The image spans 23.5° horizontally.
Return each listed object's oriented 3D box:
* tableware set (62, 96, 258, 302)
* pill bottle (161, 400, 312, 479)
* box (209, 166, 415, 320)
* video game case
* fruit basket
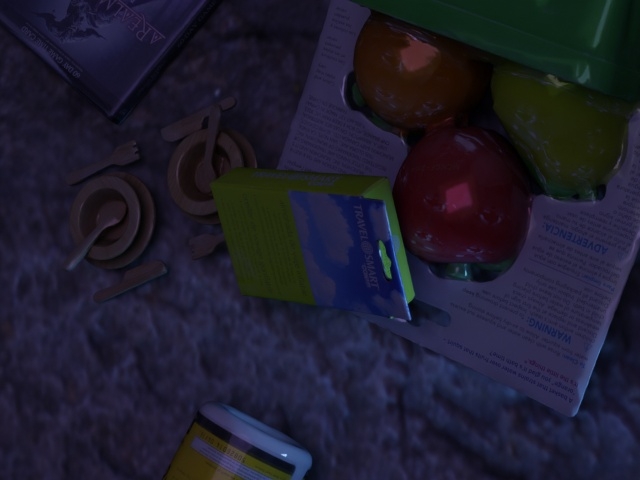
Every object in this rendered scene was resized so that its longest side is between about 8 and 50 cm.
[{"bbox_3d":[-0.143,-0.039,1.327,0.194,0.039,0.128,-23,71,23],"label":"tableware set"},{"bbox_3d":[-0.090,0.230,1.231,0.103,0.103,0.184,27,87,22],"label":"pill bottle"},{"bbox_3d":[0.000,0.000,1.218,0.178,0.042,0.109,6,121,39],"label":"box"},{"bbox_3d":[-0.166,-0.269,1.411,0.196,0.026,0.274,40,91,22],"label":"video game case"},{"bbox_3d":[0.127,-0.086,1.224,0.327,0.165,0.353,24,107,29],"label":"fruit basket"}]
